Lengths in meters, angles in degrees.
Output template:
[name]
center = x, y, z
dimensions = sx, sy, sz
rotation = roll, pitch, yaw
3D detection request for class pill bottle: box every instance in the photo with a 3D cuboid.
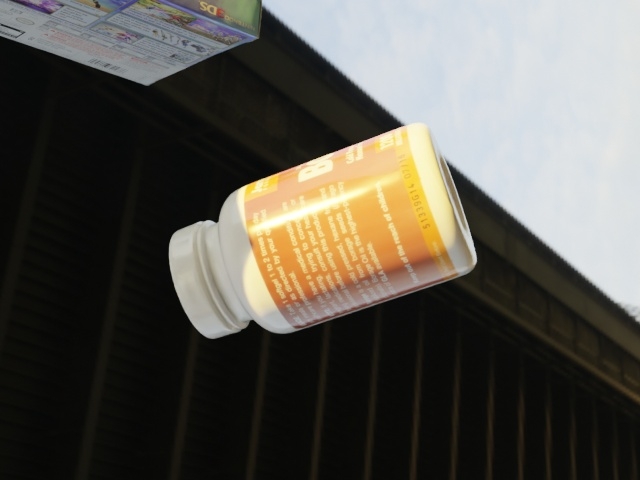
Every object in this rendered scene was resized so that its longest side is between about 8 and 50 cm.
[pill bottle]
center = 0.000, 0.000, 0.722
dimensions = 0.121, 0.216, 0.121
rotation = -19, -90, -78

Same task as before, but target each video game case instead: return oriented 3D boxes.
[video game case]
center = -0.243, -0.264, 1.046
dimensions = 0.269, 0.244, 0.061
rotation = 14, -103, -39
